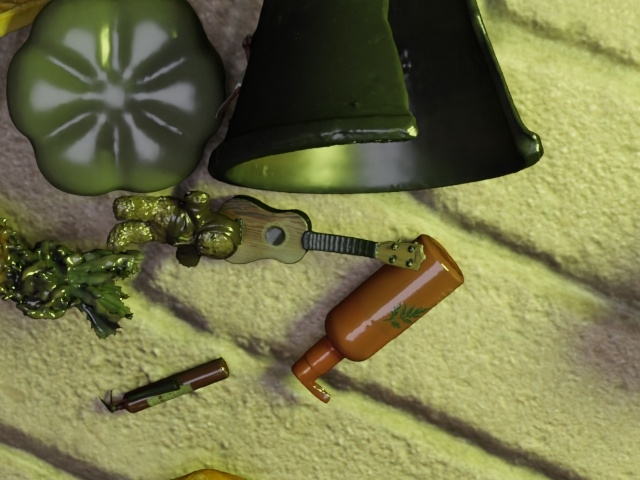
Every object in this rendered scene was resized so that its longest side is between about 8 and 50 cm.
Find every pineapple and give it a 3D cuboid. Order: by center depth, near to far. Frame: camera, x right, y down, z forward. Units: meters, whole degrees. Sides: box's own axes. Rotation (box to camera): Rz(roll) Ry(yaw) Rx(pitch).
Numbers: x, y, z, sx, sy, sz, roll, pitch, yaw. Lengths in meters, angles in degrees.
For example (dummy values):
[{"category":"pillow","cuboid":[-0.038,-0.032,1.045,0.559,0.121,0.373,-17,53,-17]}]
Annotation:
[{"category":"pineapple","cuboid":[-0.399,0.025,1.890,0.361,0.175,0.175,4,103,-5]}]

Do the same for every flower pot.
[{"category":"flower pot","cuboid":[0.049,-0.195,1.745,0.379,0.379,0.251,-5,84,5]}]

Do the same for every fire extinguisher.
[{"category":"fire extinguisher","cuboid":[-0.201,0.191,1.967,0.173,0.049,0.035,-21,108,8]}]

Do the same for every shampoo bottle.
[{"category":"shampoo bottle","cuboid":[0.065,0.096,1.912,0.244,0.085,0.085,-42,97,12]}]

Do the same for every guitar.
[{"category":"guitar","cuboid":[0.001,0.000,1.885,0.271,0.038,0.083,8,105,17]}]

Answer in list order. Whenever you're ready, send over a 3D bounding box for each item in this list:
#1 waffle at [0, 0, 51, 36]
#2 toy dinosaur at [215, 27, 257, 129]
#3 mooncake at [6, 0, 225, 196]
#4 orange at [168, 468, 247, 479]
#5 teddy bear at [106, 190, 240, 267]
[{"category":"waffle","cuboid":[-0.435,-0.288,1.882,0.191,0.125,0.032,16,122,28]},{"category":"toy dinosaur","cuboid":[-0.077,-0.174,1.846,0.032,0.108,0.220,1,72,32]},{"category":"mooncake","cuboid":[-0.243,-0.177,1.843,0.275,0.135,0.274,0,102,-1]},{"category":"orange","cuboid":[-0.147,0.422,1.947,0.249,0.183,0.248,0,102,2]},{"category":"teddy bear","cuboid":[-0.177,-0.021,1.882,0.160,0.078,0.119,10,131,-9]}]
